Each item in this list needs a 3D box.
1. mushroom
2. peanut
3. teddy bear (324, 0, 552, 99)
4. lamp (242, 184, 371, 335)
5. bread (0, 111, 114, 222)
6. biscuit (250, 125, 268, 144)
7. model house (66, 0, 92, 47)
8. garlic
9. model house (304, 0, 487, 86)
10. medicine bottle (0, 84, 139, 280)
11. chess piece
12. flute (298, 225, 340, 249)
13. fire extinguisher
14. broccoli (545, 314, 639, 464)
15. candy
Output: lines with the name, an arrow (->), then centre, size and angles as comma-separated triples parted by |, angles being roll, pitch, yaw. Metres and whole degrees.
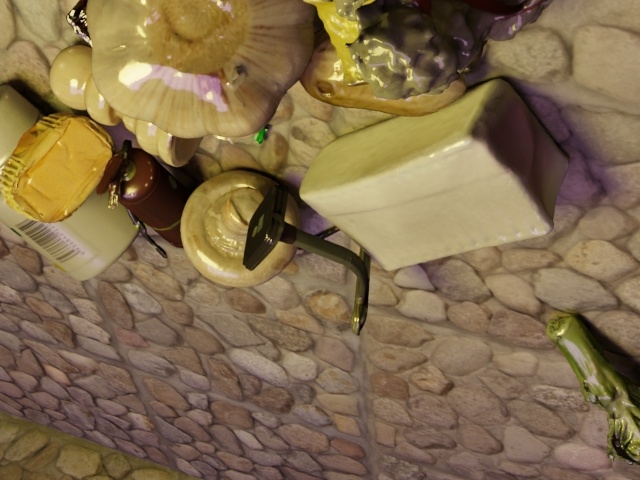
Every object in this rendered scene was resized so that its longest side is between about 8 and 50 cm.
mushroom -> -0.128, -0.015, 1.737 | 0.206, 0.206, 0.209 | 42, 177, -25
peanut -> 0.079, -0.227, 1.384 | 0.236, 0.110, 0.120 | 13, 137, 15
teddy bear -> 0.120, -0.362, 0.963 | 0.357, 0.224, 0.368 | -32, 93, 15
lamp -> 0.006, -0.002, 1.637 | 0.283, 0.203, 0.124 | 32, 134, -32
bread -> -0.439, -0.122, 1.696 | 0.114, 0.190, 0.132 | 17, 158, 52
biscuit -> -0.128, -0.189, 1.664 | 0.089, 0.016, 0.046 | 25, 146, 0
model house -> -0.271, -0.320, 1.449 | 0.165, 0.152, 0.106 | 44, 149, -25
garlic -> -0.152, -0.283, 1.317 | 0.321, 0.241, 0.322 | 11, 121, 18
model house -> 0.079, -0.318, 1.189 | 0.193, 0.175, 0.234 | -1, 143, 36
medicine bottle -> -0.497, -0.104, 1.852 | 0.208, 0.208, 0.339 | -14, 131, 45
chess piece -> -0.310, -0.232, 1.634 | 0.260, 0.143, 0.143 | 26, 149, 12
flute -> 0.036, -0.025, 1.795 | 0.014, 0.014, 0.269 | 37, 146, -19
fire extinguisher -> -0.292, -0.067, 1.746 | 0.105, 0.142, 0.341 | 2, 164, 15
broccoli -> 0.501, 0.247, 1.785 | 0.304, 0.165, 0.145 | 49, 174, -13
candy -> 0.163, -0.088, 1.498 | 0.208, 0.145, 0.358 | 41, 145, -27
